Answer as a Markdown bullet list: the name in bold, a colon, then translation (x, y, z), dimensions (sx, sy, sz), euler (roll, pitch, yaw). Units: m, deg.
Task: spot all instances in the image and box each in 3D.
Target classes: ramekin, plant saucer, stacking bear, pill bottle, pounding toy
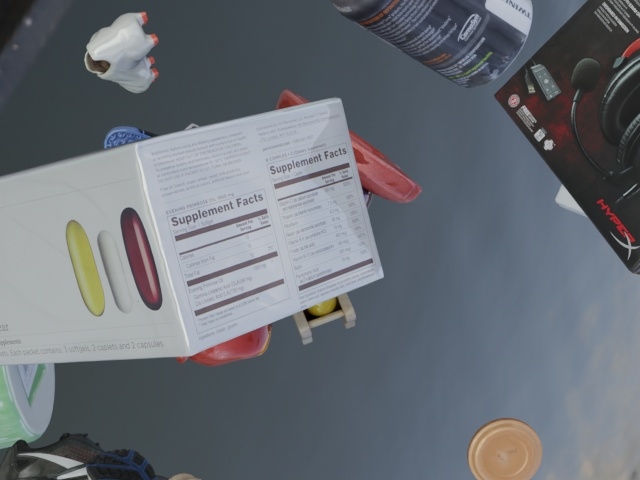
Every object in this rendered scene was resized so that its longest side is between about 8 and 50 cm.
- **ramekin**: translation (-0.504, 0.173, 1.795), dimensions (0.303, 0.148, 0.303), euler (-8, 90, -88)
- **plant saucer**: translation (0.204, 0.237, 1.328), dimensions (0.013, 0.083, 0.083), euler (-112, -142, -75)
- **stacking bear**: translation (-0.055, 0.005, 1.242), dimensions (0.289, 0.164, 0.175), euler (-54, -165, 7)
- **pill bottle**: translation (0.099, -0.270, 1.283), dimensions (0.246, 0.130, 0.130), euler (25, 89, -31)
- **pounding toy**: translation (0.000, 0.000, 1.648), dimensions (0.155, 0.269, 0.154), euler (-20, 149, -4)

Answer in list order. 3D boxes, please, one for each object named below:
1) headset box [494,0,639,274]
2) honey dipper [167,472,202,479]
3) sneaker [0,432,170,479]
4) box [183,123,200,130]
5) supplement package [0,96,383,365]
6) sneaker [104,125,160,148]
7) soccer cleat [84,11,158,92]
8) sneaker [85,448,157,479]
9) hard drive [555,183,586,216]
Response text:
- **headset box**: translation (0.327, -0.141, 1.011), dimensions (0.293, 0.218, 0.110), euler (-45, 150, 24)
- **honey dipper**: translation (-0.019, 0.151, 0.584), dimensions (0.030, 0.161, 0.030), euler (-14, 110, -44)
- **sneaker**: translation (-0.274, 0.305, 1.502), dimensions (0.276, 0.135, 0.097), euler (7, 136, -17)
- **box**: translation (-0.099, -0.060, 1.421), dimensions (0.114, 0.207, 0.036), euler (-48, 156, -42)
- **supplement package**: translation (-0.126, -0.004, 0.918), dimensions (0.204, 0.262, 0.145), euler (-19, 97, -46)
- **sneaker**: translation (-0.248, -0.126, 1.960), dimensions (0.232, 0.090, 0.081), euler (27, 105, -23)
- **soccer cleat**: translation (-0.224, -0.203, 1.329), dimensions (0.076, 0.068, 0.196), euler (-25, 178, -11)
- **sneaker**: translation (-0.171, 0.288, 1.194), dimensions (0.080, 0.211, 0.081), euler (-10, 114, -24)
- **hard drive**: translation (0.480, -0.082, 1.527), dimensions (0.040, 0.307, 0.203), euler (28, 88, -60)
